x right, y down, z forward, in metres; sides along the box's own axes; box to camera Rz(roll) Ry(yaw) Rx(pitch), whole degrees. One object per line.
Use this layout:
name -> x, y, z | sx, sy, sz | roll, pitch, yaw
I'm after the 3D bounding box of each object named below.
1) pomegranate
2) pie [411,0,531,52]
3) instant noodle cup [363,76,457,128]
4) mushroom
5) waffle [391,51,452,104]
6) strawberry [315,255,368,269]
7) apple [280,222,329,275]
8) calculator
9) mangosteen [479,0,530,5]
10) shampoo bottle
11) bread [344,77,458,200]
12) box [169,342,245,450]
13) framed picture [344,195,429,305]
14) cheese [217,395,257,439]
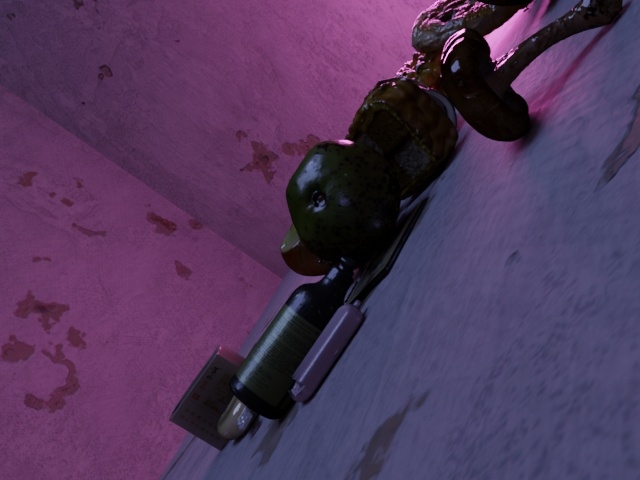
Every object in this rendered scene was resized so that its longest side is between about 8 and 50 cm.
pomegranate -> 0.059, -0.064, 1.352 | 0.248, 0.214, 0.214 | 9, -58, -54
pie -> 0.351, -0.531, 1.773 | 0.315, 0.092, 0.315 | -25, 23, 12
instant noodle cup -> 0.187, -0.247, 1.570 | 0.193, 0.193, 0.212 | -55, 11, 3
mushroom -> 0.257, -0.228, 0.918 | 0.217, 0.148, 0.227 | -35, 20, 20
waffle -> 0.243, -0.365, 1.971 | 0.261, 0.151, 0.324 | -50, 7, 6
strawberry -> 0.081, -0.012, 1.499 | 0.208, 0.087, 0.167 | -46, 12, 2
apple -> 0.000, 0.000, 1.795 | 0.195, 0.160, 0.173 | -58, 0, -17
calculator -> 0.009, 0.161, 1.127 | 0.175, 0.032, 0.100 | -55, 3, -7
mangosteen -> 0.373, -0.612, 1.453 | 0.330, 0.330, 0.330 | -55, 3, 4
shampoo bottle -> -0.029, 0.146, 1.225 | 0.284, 0.101, 0.101 | -55, 3, 0
bread -> 0.140, -0.180, 1.398 | 0.096, 0.181, 0.222 | -45, -3, -30
box -> -0.219, 0.344, 1.670 | 0.201, 0.141, 0.058 | -55, 8, 16
framed picture -> 0.102, 0.031, 1.293 | 0.199, 0.010, 0.195 | -57, 3, -39
cheese -> -0.152, 0.341, 1.493 | 0.127, 0.054, 0.251 | -59, 4, -11
